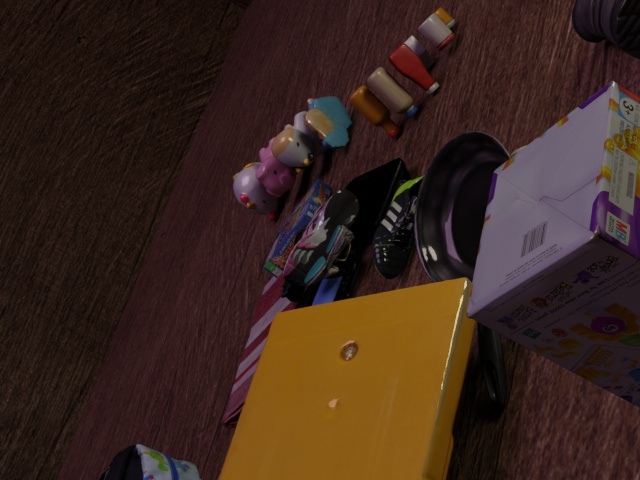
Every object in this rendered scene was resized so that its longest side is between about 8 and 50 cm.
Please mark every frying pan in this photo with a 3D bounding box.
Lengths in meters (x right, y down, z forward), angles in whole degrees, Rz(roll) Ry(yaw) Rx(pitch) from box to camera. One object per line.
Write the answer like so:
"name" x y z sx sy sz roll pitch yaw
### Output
"frying pan" 0.202 0.011 1.329 0.197 0.053 0.326 -60 38 32

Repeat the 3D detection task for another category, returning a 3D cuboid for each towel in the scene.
"towel" -0.078 0.156 2.042 0.237 0.037 0.329 -46 22 46

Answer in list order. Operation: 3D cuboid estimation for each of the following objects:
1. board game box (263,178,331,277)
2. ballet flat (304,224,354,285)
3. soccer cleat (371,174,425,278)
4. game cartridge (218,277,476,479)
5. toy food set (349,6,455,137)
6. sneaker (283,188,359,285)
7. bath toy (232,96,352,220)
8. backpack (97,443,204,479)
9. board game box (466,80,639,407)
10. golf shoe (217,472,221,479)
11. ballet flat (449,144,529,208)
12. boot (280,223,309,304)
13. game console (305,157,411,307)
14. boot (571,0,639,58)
"board game box" -0.042 -0.025 2.133 0.136 0.035 0.201 -52 8 22
"ballet flat" 0.018 0.031 1.812 0.114 0.041 0.041 -58 18 12
"soccer cleat" 0.124 -0.024 1.702 0.072 0.060 0.179 -35 28 52
"game cartridge" 0.026 0.200 1.274 0.285 0.053 0.324 -13 45 35
"toy food set" 0.169 -0.293 1.979 0.232 0.104 0.111 -45 2 -6
"sneaker" 0.000 0.000 1.880 0.178 0.072 0.077 -53 11 -11
"bath toy" -0.069 -0.155 2.356 0.348 0.151 0.129 -41 70 46
"backpack" -0.275 0.495 1.778 0.290 0.273 0.355 -55 40 28
"board game box" 0.269 0.032 0.842 0.144 0.275 0.142 -40 27 51
"golf shoe" -0.107 0.436 1.493 0.140 0.115 0.306 124 149 -60
"ballet flat" 0.227 -0.052 1.448 0.248 0.086 0.086 -39 29 49
"boot" -0.031 0.041 1.929 0.099 0.045 0.121 -96 30 -68
"game console" 0.041 0.041 1.865 0.213 0.044 0.361 -22 43 64
"boot" 0.417 -0.376 1.334 0.338 0.118 0.223 -53 14 14
